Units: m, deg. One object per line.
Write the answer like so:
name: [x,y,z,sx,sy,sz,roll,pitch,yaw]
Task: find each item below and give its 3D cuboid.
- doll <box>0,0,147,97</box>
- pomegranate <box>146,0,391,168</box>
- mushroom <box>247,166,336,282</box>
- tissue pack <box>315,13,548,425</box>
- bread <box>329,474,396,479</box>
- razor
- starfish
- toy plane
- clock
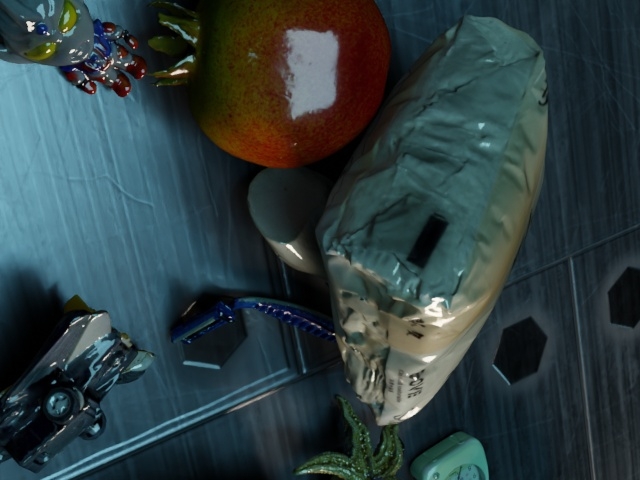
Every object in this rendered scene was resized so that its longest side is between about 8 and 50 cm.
doll: [-0.258,-0.204,1.281,0.104,0.062,0.195,-32,137,28]
pomegranate: [-0.056,-0.189,1.333,0.257,0.221,0.220,10,98,-19]
mushroom: [0.000,0.000,1.494,0.225,0.093,0.116,48,50,-48]
tissue pack: [0.129,-0.017,1.428,0.375,0.195,0.390,78,35,-65]
bread: [0.039,0.405,1.626,0.087,0.098,0.269,-27,127,-73]
razor: [-0.018,0.100,1.529,0.324,0.093,0.056,11,61,-38]
starfish: [0.047,0.272,1.541,0.176,0.208,0.053,11,122,-24]
toy plane: [-0.313,0.204,1.333,0.316,0.103,0.204,-49,157,-9]
clock: [0.176,0.329,1.722,0.101,0.041,0.135,-27,117,-25]
